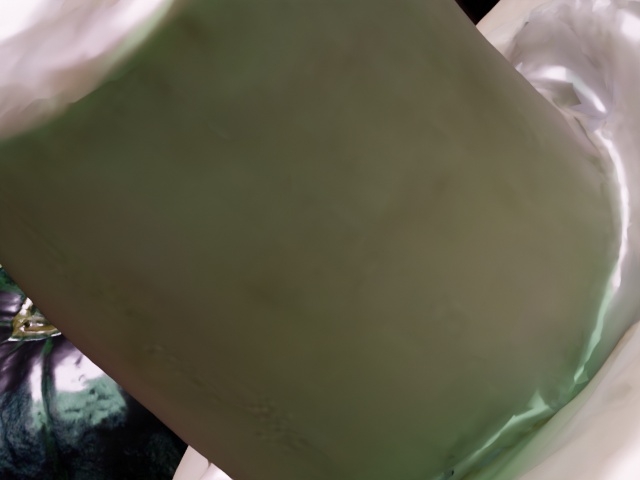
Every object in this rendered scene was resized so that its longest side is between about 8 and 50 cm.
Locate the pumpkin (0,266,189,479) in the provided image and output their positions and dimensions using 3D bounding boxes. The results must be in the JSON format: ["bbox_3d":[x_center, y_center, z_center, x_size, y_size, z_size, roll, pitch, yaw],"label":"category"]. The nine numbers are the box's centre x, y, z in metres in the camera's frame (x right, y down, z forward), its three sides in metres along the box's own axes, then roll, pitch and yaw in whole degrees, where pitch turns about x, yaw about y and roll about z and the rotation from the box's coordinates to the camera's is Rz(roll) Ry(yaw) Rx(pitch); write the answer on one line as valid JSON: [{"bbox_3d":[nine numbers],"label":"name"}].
[{"bbox_3d":[-0.093,0.066,0.746,0.202,0.140,0.202,-22,33,16],"label":"pumpkin"}]

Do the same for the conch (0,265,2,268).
[{"bbox_3d":[-0.171,0.042,0.912,0.095,0.079,0.201,-6,53,12],"label":"conch"}]

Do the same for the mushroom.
[{"bbox_3d":[0.082,0.053,0.439,0.353,0.353,0.325,-36,50,-12],"label":"mushroom"}]
